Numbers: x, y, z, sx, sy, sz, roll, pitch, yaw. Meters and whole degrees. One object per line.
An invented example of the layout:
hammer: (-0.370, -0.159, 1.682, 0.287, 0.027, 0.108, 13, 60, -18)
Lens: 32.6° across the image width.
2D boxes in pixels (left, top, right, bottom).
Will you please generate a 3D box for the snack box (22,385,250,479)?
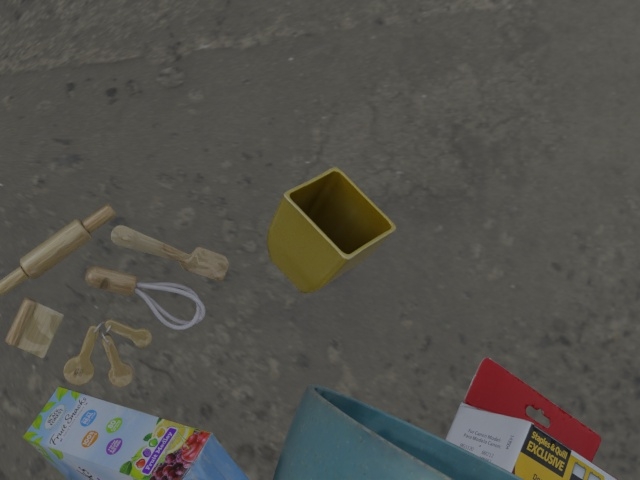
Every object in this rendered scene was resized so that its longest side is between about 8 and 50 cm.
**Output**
snack box: (-0.159, 0.234, 1.058, 0.070, 0.207, 0.174, -57, 137, -28)

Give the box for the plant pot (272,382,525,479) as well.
plant pot: (0.080, 0.226, 0.560, 0.290, 0.290, 0.195, 28, 87, -20)

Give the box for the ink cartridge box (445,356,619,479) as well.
ink cartridge box: (0.291, 0.341, 1.444, 0.309, 0.130, 0.272, 34, 74, -36)

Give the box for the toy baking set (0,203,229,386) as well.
toy baking set: (-0.245, 0.060, 1.285, 0.256, 0.030, 0.197, -40, 109, 0)

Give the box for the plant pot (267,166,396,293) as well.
plant pot: (0.000, 0.000, 0.977, 0.081, 0.083, 0.081, 46, 40, 12)
